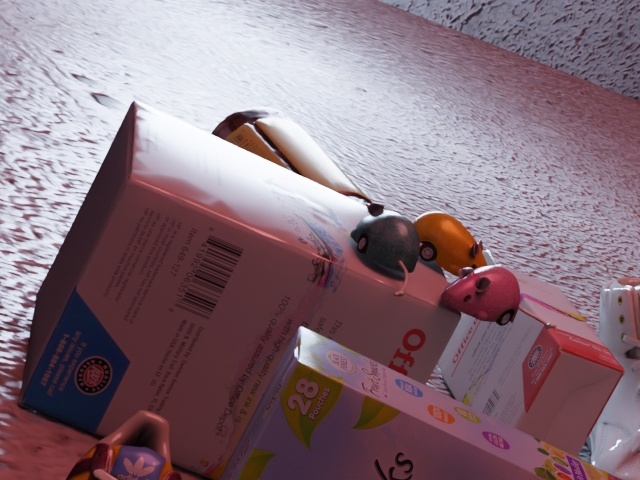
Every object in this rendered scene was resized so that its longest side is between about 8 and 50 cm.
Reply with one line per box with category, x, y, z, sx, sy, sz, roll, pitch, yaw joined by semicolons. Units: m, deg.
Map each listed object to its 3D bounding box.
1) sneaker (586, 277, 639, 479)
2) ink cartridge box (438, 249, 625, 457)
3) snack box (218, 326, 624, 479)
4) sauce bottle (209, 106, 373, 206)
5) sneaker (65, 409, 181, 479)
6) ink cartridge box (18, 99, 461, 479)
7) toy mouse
sneaker;0.272;0.121;1.442;0.108;0.169;0.292;2;16;-5
ink cartridge box;0.166;0.100;1.468;0.067;0.115;0.198;20;18;-21
snack box;0.042;0.170;0.947;0.207;0.174;0.070;25;13;-5
sauce bottle;0.000;0.000;1.528;0.111;0.111;0.344;17;20;-32
sneaker;-0.113;0.150;0.923;0.069;0.084;0.185;24;16;-11
ink cartridge box;-0.055;0.047;1.179;0.232;0.171;0.168;24;17;-14
toy mouse;0.076;0.012;1.128;0.161;0.031;0.143;33;17;16
